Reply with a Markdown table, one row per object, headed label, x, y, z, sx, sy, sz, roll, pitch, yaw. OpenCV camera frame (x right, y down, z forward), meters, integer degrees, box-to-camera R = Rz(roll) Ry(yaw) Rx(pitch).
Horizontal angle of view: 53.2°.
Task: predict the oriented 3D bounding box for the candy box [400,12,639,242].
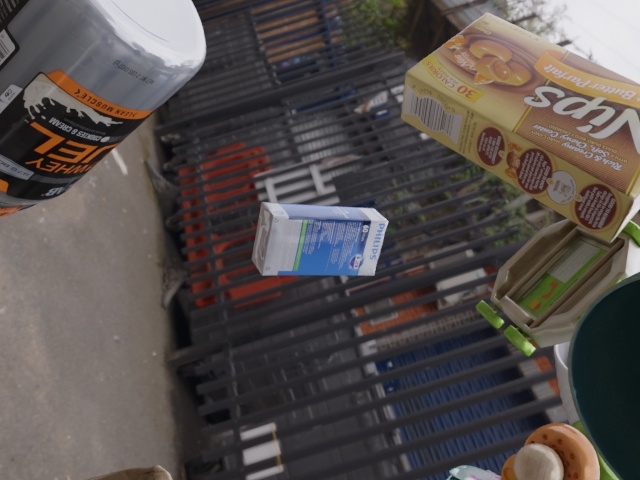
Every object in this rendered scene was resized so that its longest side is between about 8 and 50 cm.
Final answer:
| label | x | y | z | sx | sy | sz | roll | pitch | yaw |
| --- | --- | --- | --- | --- | --- | --- | --- | --- | --- |
| candy box | 0.282 | -0.156 | 0.810 | 0.316 | 0.183 | 0.087 | 37 | -27 | 25 |

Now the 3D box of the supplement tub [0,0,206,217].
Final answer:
| label | x | y | z | sx | sy | sz | roll | pitch | yaw |
| --- | --- | --- | --- | --- | --- | --- | --- | --- | --- |
| supplement tub | -0.289 | -0.167 | 0.673 | 0.194 | 0.316 | 0.193 | 41 | 30 | -30 |

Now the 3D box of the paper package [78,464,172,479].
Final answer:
| label | x | y | z | sx | sy | sz | roll | pitch | yaw |
| --- | --- | --- | --- | --- | --- | --- | --- | --- | --- |
| paper package | -0.111 | 0.389 | 0.470 | 0.309 | 0.168 | 0.324 | 44 | 46 | -28 |

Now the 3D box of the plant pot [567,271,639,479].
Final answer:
| label | x | y | z | sx | sy | sz | roll | pitch | yaw |
| --- | --- | --- | --- | --- | --- | --- | --- | --- | --- |
| plant pot | 0.420 | 0.127 | 0.602 | 0.290 | 0.196 | 0.290 | 33 | -45 | 41 |

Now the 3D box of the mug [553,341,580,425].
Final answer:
| label | x | y | z | sx | sy | sz | roll | pitch | yaw |
| --- | --- | --- | --- | --- | --- | --- | --- | --- | --- |
| mug | 0.727 | 0.392 | 1.471 | 0.374 | 0.276 | 0.327 | -125 | -165 | -61 |

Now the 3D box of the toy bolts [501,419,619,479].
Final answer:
| label | x | y | z | sx | sy | sz | roll | pitch | yaw |
| --- | --- | --- | --- | --- | --- | --- | --- | --- | --- |
| toy bolts | 0.297 | 0.370 | 0.834 | 0.218 | 0.159 | 0.228 | -45 | -128 | 46 |

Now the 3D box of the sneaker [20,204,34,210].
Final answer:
| label | x | y | z | sx | sy | sz | roll | pitch | yaw |
| --- | --- | --- | --- | --- | --- | --- | --- | --- | --- |
| sneaker | -0.550 | -0.170 | 1.135 | 0.185 | 0.483 | 0.202 | 39 | -12 | 41 |

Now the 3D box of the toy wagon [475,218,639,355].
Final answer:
| label | x | y | z | sx | sy | sz | roll | pitch | yaw |
| --- | --- | --- | --- | --- | --- | --- | --- | --- | --- |
| toy wagon | 0.406 | 0.074 | 1.039 | 0.068 | 0.267 | 0.344 | 43 | 5 | -17 |

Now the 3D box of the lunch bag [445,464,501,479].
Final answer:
| label | x | y | z | sx | sy | sz | roll | pitch | yaw |
| --- | --- | --- | --- | --- | --- | --- | --- | --- | --- |
| lunch bag | 0.305 | 0.506 | 1.101 | 0.262 | 0.224 | 0.160 | -37 | 123 | -44 |

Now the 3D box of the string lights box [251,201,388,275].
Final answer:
| label | x | y | z | sx | sy | sz | roll | pitch | yaw |
| --- | --- | --- | --- | --- | --- | --- | --- | --- | --- |
| string lights box | 0.000 | 0.000 | 1.327 | 0.077 | 0.260 | 0.133 | -132 | -130 | -55 |
